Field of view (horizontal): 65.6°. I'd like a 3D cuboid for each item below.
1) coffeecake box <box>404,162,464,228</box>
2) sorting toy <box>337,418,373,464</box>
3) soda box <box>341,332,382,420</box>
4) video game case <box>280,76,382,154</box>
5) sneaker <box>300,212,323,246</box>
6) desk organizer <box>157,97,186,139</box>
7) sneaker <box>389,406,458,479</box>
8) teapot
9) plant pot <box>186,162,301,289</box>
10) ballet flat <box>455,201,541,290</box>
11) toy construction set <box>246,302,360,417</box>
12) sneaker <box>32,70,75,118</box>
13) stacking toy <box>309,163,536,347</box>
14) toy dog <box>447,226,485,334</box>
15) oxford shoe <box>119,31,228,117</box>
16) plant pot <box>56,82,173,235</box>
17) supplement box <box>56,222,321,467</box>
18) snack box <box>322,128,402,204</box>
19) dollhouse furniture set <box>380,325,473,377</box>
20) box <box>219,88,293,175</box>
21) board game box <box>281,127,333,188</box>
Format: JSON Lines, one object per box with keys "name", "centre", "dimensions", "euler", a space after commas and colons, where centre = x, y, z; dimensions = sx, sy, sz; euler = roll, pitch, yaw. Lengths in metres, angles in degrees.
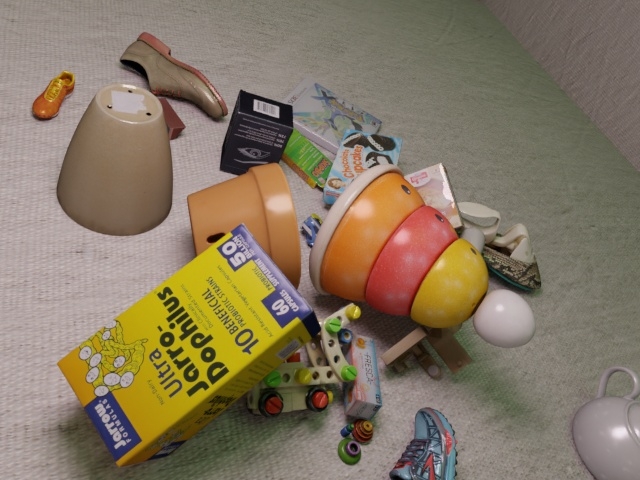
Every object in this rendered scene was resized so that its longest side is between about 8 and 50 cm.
{"name": "coffeecake box", "centre": [0.306, -0.104, 1.400], "dimensions": [0.068, 0.142, 0.185], "euler": [9, 64, -66]}
{"name": "sorting toy", "centre": [0.074, 0.399, 1.009], "dimensions": [0.061, 0.042, 0.102], "euler": [37, 44, 6]}
{"name": "soda box", "centre": [0.086, 0.290, 1.078], "dimensions": [0.063, 0.058, 0.183], "euler": [18, 35, -13]}
{"name": "video game case", "centre": [0.032, -0.422, 1.721], "dimensions": [0.329, 0.036, 0.300], "euler": [31, 44, -1]}
{"name": "sneaker", "centre": [0.000, 0.000, 1.322], "dimensions": [0.144, 0.059, 0.053], "euler": [58, 16, 4]}
{"name": "desk organizer", "centre": [-0.432, -0.341, 1.388], "dimensions": [0.050, 0.047, 0.130], "euler": [-18, 62, -41]}
{"name": "sneaker", "centre": [0.201, 0.452, 0.989], "dimensions": [0.125, 0.104, 0.261], "euler": [17, 45, -12]}
{"name": "teapot", "centre": [0.767, 0.480, 1.212], "dimensions": [0.256, 0.187, 0.253], "euler": [45, 45, 14]}
{"name": "plant pot", "centre": [-0.176, -0.013, 1.092], "dimensions": [0.204, 0.290, 0.290], "euler": [-10, 56, -15]}
{"name": "ballet flat", "centre": [0.503, -0.002, 1.495], "dimensions": [0.483, 0.182, 0.164], "euler": [24, 33, -8]}
{"name": "toy construction set", "centre": [-0.066, 0.235, 1.000], "dimensions": [0.328, 0.151, 0.214], "euler": [1, 76, -18]}
{"name": "sneaker", "centre": [-0.684, -0.376, 1.268], "dimensions": [0.064, 0.067, 0.175], "euler": [18, 47, -16]}
{"name": "stacking toy", "centre": [0.247, 0.076, 1.105], "dimensions": [0.480, 0.350, 0.351], "euler": [33, 42, 23]}
{"name": "toy dog", "centre": [0.327, 0.097, 1.337], "dimensions": [0.161, 0.220, 0.334], "euler": [12, 29, 26]}
{"name": "oxford shoe", "centre": [-0.432, -0.458, 1.471], "dimensions": [0.348, 0.123, 0.130], "euler": [37, 70, 4]}
{"name": "plant pot", "centre": [-0.436, -0.194, 1.092], "dimensions": [0.257, 0.274, 0.256], "euler": [15, 46, -16]}
{"name": "supplement box", "centre": [-0.199, 0.175, 0.836], "dimensions": [0.357, 0.195, 0.194], "euler": [-39, 72, -9]}
{"name": "snack box", "centre": [0.133, -0.214, 1.490], "dimensions": [0.187, 0.060, 0.321], "euler": [12, 46, 7]}
{"name": "dollhouse furniture set", "centre": [0.247, 0.272, 1.144], "dimensions": [0.123, 0.144, 0.151], "euler": [53, 12, 21]}
{"name": "box", "centre": [-0.177, -0.279, 1.357], "dimensions": [0.153, 0.207, 0.108], "euler": [13, 47, -20]}
{"name": "board game box", "centre": [-0.054, -0.258, 1.530], "dimensions": [0.259, 0.039, 0.124], "euler": [43, 45, 14]}
